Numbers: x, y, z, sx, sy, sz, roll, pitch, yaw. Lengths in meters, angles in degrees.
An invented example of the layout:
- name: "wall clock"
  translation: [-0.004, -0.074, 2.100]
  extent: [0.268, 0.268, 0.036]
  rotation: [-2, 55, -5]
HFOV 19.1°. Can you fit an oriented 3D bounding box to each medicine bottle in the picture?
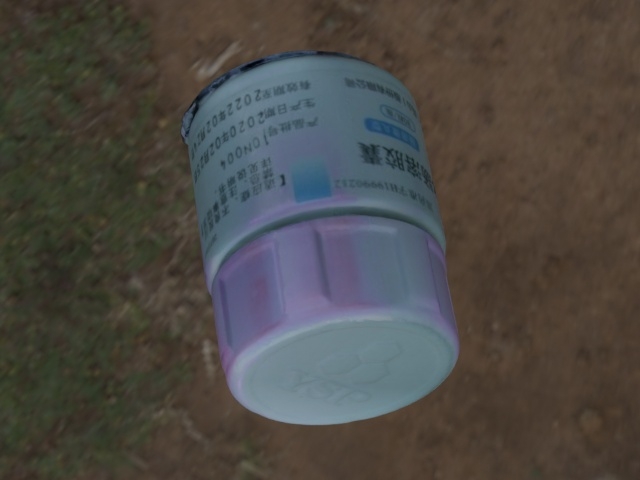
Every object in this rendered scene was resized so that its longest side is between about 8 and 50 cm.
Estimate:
- name: "medicine bottle"
  translation: [0.000, 0.000, 1.024]
  extent: [0.135, 0.168, 0.135]
  rotation: [-6, 148, -4]
